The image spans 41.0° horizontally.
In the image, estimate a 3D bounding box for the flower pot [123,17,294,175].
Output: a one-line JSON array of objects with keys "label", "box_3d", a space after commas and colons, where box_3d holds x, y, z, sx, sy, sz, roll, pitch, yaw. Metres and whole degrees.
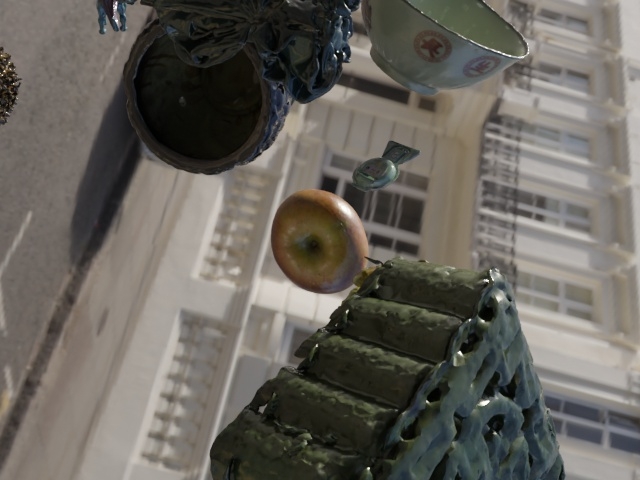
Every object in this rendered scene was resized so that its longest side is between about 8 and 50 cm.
[{"label": "flower pot", "box_3d": [-0.157, -0.265, 1.423, 0.267, 0.266, 0.267, -53, 161, -66]}]

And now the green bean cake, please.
[{"label": "green bean cake", "box_3d": [0.069, 0.172, 0.623, 0.241, 0.132, 0.255, -45, 126, -35]}]

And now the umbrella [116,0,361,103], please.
[{"label": "umbrella", "box_3d": [-0.113, -0.275, 1.036, 0.143, 0.348, 0.094, -64, 154, -13]}]

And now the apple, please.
[{"label": "apple", "box_3d": [0.000, 0.000, 1.889, 0.173, 0.210, 0.235, -43, 125, -74]}]

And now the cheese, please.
[{"label": "cheese", "box_3d": [0.092, -0.108, 1.276, 0.120, 0.067, 0.026, -43, 143, -31]}]

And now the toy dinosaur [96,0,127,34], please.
[{"label": "toy dinosaur", "box_3d": [-0.306, -0.345, 1.250, 0.197, 0.045, 0.080, -111, -163, -50]}]

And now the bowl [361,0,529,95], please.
[{"label": "bowl", "box_3d": [0.187, -0.363, 1.524, 0.158, 0.337, 0.337, -57, -168, 29]}]

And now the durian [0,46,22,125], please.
[{"label": "durian", "box_3d": [-0.342, -0.157, 0.860, 0.110, 0.071, 0.140, 76, 8, -60]}]

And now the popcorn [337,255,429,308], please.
[{"label": "popcorn", "box_3d": [0.144, 0.110, 1.382, 0.168, 0.195, 0.174, 17, 75, -49]}]
